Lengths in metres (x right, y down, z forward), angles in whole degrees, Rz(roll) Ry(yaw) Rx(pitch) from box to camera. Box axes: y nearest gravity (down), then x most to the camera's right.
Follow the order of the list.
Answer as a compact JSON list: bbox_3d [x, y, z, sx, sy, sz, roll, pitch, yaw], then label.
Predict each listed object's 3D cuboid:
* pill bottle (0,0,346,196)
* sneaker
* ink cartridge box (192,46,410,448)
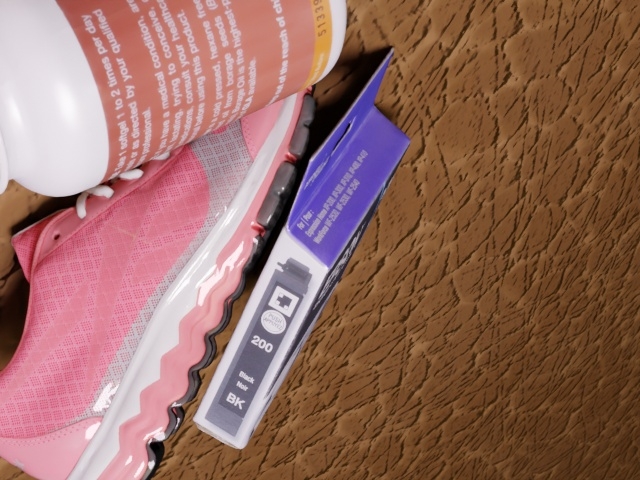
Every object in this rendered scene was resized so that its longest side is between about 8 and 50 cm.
[{"bbox_3d":[-0.104,-0.095,0.703,0.216,0.121,0.121,-28,147,-28],"label":"pill bottle"},{"bbox_3d":[-0.104,-0.001,0.837,0.314,0.136,0.116,-64,180,-9],"label":"sneaker"},{"bbox_3d":[0.000,0.000,0.938,0.208,0.045,0.206,-65,176,31],"label":"ink cartridge box"}]
